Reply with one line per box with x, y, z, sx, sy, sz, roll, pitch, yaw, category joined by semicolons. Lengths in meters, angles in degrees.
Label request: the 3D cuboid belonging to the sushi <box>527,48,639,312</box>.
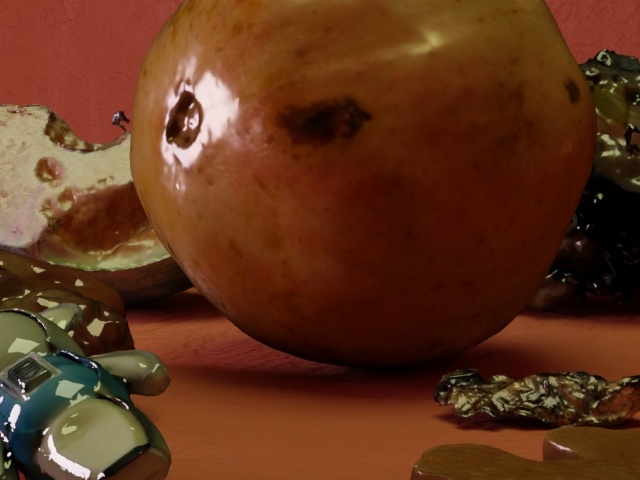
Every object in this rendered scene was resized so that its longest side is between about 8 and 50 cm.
0.239;-0.028;1.507;0.238;0.219;0.225;12;38;-39;sushi

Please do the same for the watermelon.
-0.198;0.002;1.520;0.322;0.188;0.175;8;52;12;watermelon

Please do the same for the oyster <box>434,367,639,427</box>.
0.135;0.090;1.034;0.132;0.029;0.086;-3;6;-8;oyster

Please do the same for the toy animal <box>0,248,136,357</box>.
-0.180;0.062;1.128;0.157;0.097;0.312;12;3;-1;toy animal

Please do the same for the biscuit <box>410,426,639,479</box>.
0.143;0.116;0.749;0.144;0.040;0.236;-11;11;-25;biscuit

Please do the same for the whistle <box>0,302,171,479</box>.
-0.132;0.088;0.877;0.114;0.077;0.235;-34;24;-19;whistle

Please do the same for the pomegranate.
0.046;-0.076;1.223;0.342;0.342;0.342;0;6;0;pomegranate
